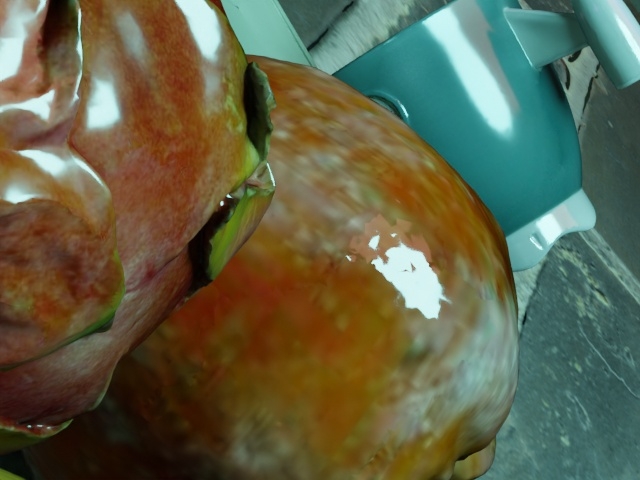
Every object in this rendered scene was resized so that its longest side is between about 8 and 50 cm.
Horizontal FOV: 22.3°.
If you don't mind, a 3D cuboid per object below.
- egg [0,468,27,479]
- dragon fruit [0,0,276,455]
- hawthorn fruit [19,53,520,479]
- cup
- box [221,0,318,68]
[{"bbox_3d":[-0.135,0.195,0.390,0.250,0.250,0.322,42,29,-22],"label":"egg"},{"bbox_3d":[-0.141,-0.046,0.549,0.250,0.250,0.315,33,12,-37],"label":"dragon fruit"},{"bbox_3d":[-0.025,0.043,0.772,0.284,0.284,0.284,40,27,-26],"label":"hawthorn fruit"},{"bbox_3d":[0.098,-0.061,1.085,0.173,0.299,0.167,59,38,-1],"label":"cup"},{"bbox_3d":[-0.108,-0.132,1.074,0.129,0.086,0.225,60,25,13],"label":"box"}]
